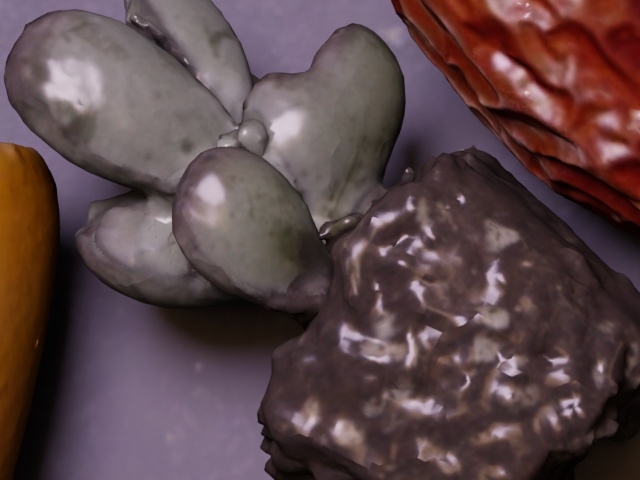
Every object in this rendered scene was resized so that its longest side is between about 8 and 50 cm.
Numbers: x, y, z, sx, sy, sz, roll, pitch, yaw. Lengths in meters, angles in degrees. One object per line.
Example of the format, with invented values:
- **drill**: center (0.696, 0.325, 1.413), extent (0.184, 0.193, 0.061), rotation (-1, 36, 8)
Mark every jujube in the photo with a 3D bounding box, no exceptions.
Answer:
- **jujube**: center (0.119, -0.091, 0.672), extent (0.168, 0.168, 0.236), rotation (-36, 84, 1)

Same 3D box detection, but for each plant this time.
- **plant**: center (0.000, 0.000, 0.679), extent (0.274, 0.146, 0.149), rotation (42, 89, 21)

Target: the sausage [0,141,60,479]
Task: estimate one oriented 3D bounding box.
- **sausage**: center (-0.187, 0.127, 0.699), extent (0.134, 0.116, 0.354), rotation (0, 74, 50)
